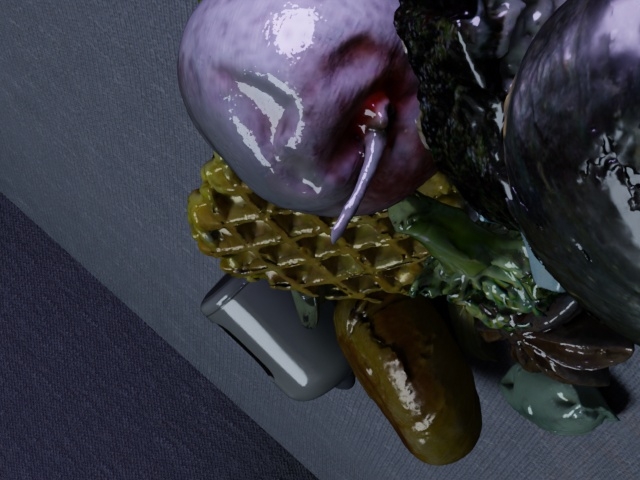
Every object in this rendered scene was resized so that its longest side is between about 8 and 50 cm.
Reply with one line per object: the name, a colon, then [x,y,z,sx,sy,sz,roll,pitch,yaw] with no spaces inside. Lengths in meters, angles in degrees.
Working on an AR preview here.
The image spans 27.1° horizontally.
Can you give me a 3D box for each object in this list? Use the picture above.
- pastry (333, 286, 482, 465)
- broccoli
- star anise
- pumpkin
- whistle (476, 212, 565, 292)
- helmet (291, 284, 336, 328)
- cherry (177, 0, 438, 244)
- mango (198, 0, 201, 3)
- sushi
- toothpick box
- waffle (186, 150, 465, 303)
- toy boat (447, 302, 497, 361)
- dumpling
pastry: [0.147,0.202,2.158,0.356,0.164,0.356,59,172,13]
broccoli: [0.172,0.006,1.669,0.275,0.177,0.198,14,160,-26]
star anise: [0.294,0.092,1.853,0.315,0.108,0.315,40,158,21]
pumpkin: [0.367,-0.061,1.082,0.454,0.344,0.454,29,159,12]
whistle: [0.259,-0.077,1.498,0.186,0.093,0.274,15,114,52]
helmet: [0.005,0.003,2.165,0.204,0.137,0.257,120,130,-71]
cherry: [-0.018,-0.179,1.483,0.335,0.291,0.326,30,179,19]
mango: [-0.105,-0.382,1.637,0.192,0.156,0.343,24,150,46]
sushi: [0.195,-0.176,1.307,0.171,0.211,0.350,27,135,56]
toothpick box: [-0.040,0.156,2.490,0.316,0.229,0.229,46,160,-6]
waffle: [0.009,-0.033,1.805,0.380,0.095,0.382,9,147,-6]
toy boat: [0.245,0.138,2.096,0.172,0.066,0.065,64,-166,-47]
dumpling: [0.364,0.250,2.015,0.217,0.105,0.149,12,142,55]
